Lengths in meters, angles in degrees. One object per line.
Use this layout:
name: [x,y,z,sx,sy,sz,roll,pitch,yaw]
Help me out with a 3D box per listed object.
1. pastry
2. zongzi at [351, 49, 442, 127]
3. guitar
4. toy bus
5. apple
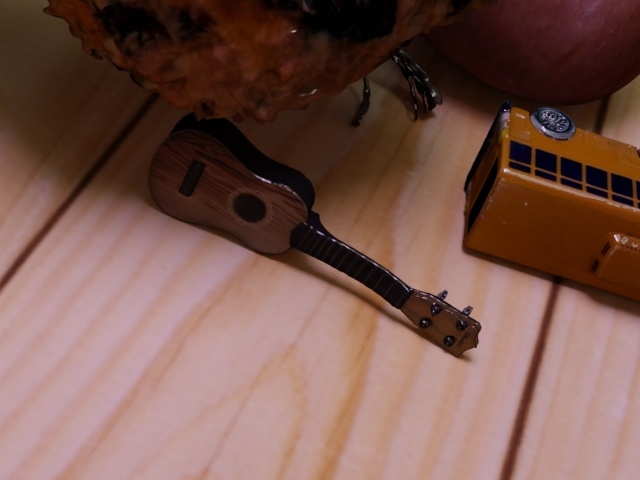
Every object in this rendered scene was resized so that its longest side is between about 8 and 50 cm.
pastry: [-0.031,-0.256,0.794,0.405,0.337,0.292,2,30,-25]
zongzi: [-0.039,-0.339,1.099,0.447,0.181,0.418,25,42,-1]
guitar: [0.001,-0.001,0.849,0.271,0.084,0.038,30,41,0]
toy bus: [0.223,-0.023,0.934,0.201,0.098,0.114,18,43,-4]
apple: [0.208,-0.278,1.079,0.306,0.235,0.305,18,38,-15]
